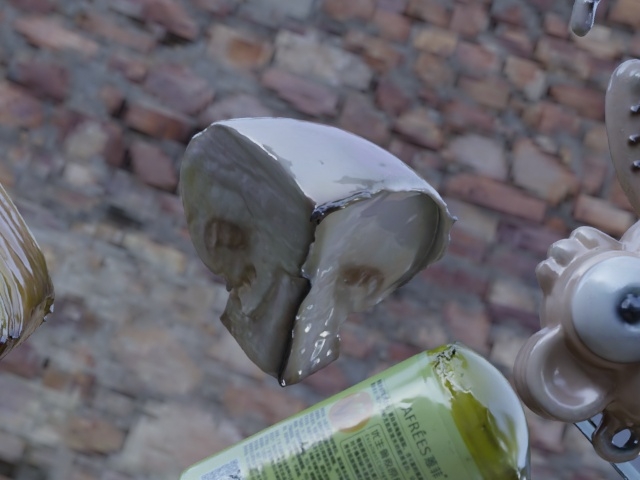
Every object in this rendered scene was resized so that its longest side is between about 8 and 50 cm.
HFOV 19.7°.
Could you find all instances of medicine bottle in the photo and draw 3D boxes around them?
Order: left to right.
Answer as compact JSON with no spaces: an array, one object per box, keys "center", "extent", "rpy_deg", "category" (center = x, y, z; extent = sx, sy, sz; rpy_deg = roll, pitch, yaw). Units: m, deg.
[{"center":[0.028,0.160,1.258],"extent":[0.239,0.124,0.124],"rpy_deg":[-27,-33,5],"category":"medicine bottle"}]

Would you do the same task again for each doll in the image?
[{"center":[0.193,-0.015,0.984],"extent":[0.154,0.278,0.119],"rpy_deg":[9,-6,-7],"category":"doll"}]

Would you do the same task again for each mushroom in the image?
[{"center":[-0.006,-0.022,1.506],"extent":[0.173,0.162,0.236],"rpy_deg":[53,-34,30],"category":"mushroom"}]

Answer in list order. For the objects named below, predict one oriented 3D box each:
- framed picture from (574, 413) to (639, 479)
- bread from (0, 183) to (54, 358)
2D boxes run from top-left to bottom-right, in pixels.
[{"center":[0.368,0.183,1.704],"extent":[0.216,0.273,0.016],"rpy_deg":[49,-45,13],"category":"framed picture"},{"center":[-0.231,0.032,0.809],"extent":[0.156,0.204,0.288],"rpy_deg":[51,9,-2],"category":"bread"}]
